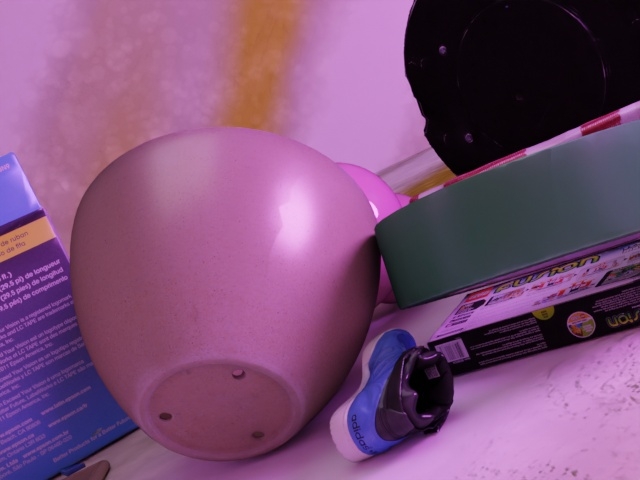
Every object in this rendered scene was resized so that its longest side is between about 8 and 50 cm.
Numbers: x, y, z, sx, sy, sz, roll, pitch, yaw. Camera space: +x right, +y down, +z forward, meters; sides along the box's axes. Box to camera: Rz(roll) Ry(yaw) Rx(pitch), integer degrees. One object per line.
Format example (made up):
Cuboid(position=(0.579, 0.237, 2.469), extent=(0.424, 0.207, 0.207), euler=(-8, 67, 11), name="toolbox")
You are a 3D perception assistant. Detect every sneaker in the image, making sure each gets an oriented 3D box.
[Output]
Cuboid(position=(0.069, 0.104, 0.736), extent=(0.084, 0.058, 0.152), euler=(-28, 9, 29), name="sneaker")

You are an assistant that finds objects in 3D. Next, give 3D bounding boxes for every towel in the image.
Cuboid(position=(0.268, -0.089, 0.906), extent=(0.329, 0.037, 0.237), euler=(-22, -6, 26), name="towel")

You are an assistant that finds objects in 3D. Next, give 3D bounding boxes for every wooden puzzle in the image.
Cuboid(position=(-0.251, 0.249, 0.984), extent=(0.078, 0.014, 0.116), euler=(-20, 7, 7), name="wooden puzzle")

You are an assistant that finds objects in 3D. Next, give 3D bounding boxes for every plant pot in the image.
Cuboid(position=(-0.083, 0.072, 0.835), extent=(0.284, 0.284, 0.191), euler=(-23, 38, 17), name="plant pot")

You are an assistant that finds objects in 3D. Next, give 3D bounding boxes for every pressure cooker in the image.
Cuboid(position=(0.351, -0.262, 1.212), extent=(0.369, 0.376, 0.420), euler=(-23, 7, 44), name="pressure cooker")

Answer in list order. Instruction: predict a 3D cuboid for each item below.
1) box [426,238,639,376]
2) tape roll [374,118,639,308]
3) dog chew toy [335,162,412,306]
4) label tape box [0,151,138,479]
Cuboid(position=(0.199, 0.050, 0.790), extent=(0.207, 0.036, 0.114), euler=(-21, 8, 31), name="box")
Cuboid(position=(0.208, -0.024, 0.820), extent=(0.321, 0.077, 0.321), euler=(-16, -6, -2), name="tape roll")
Cuboid(position=(0.000, 0.000, 1.080), extent=(0.331, 0.207, 0.206), euler=(7, -16, -38), name="dog chew toy")
Cuboid(position=(-0.388, 0.111, 1.096), extent=(0.249, 0.348, 0.115), euler=(-28, 7, -27), name="label tape box")
